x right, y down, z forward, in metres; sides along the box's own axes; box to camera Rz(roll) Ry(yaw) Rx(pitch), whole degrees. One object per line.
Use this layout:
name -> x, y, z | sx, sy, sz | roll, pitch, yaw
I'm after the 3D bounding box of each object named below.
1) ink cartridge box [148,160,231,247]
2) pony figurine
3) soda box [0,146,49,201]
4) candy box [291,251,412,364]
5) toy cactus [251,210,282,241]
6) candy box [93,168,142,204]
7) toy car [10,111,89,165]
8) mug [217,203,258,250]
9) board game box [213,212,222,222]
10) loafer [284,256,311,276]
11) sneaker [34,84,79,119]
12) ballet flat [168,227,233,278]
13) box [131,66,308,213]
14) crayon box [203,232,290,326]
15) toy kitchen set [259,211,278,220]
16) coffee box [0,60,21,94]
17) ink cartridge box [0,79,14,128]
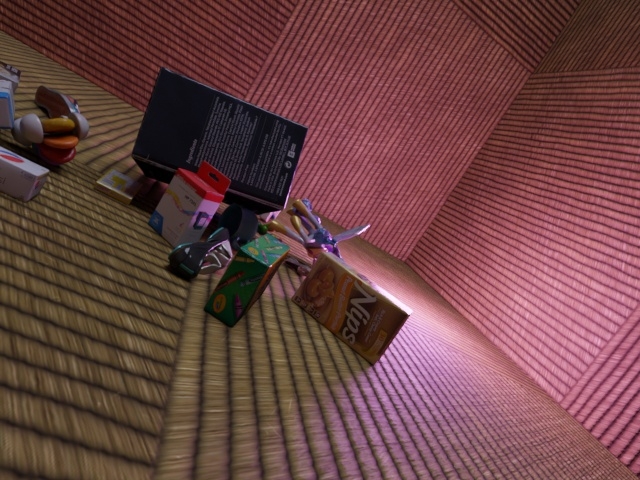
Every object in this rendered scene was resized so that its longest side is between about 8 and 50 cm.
ink cartridge box -> -0.365, -0.106, 1.177 | 0.134, 0.231, 0.078 | 36, 10, 24
pony figurine -> 0.000, 0.000, 1.694 | 0.363, 0.303, 0.351 | 47, 28, -2
soda box -> -0.708, -0.167, 0.889 | 0.216, 0.069, 0.074 | 29, 10, -21
candy box -> 0.091, 0.194, 1.262 | 0.316, 0.183, 0.087 | 36, 11, 20
toy cactus -> -0.265, -0.054, 1.673 | 0.180, 0.112, 0.219 | 28, 2, 44
candy box -> -0.621, -0.170, 1.303 | 0.105, 0.027, 0.206 | 31, 10, -22
toy car -> -0.734, -0.276, 1.159 | 0.182, 0.136, 0.159 | 4, 18, 40
mug -> -0.285, -0.040, 1.478 | 0.129, 0.158, 0.097 | 8, -11, 41
board game box -> -0.373, -0.076, 1.642 | 0.090, 0.020, 0.090 | 38, 10, 31
loafer -> -0.085, 0.106, 1.599 | 0.125, 0.045, 0.039 | 31, 24, 29
sneaker -> -0.987, -0.514, 1.634 | 0.302, 0.108, 0.121 | 36, 14, 31
ballet flat -> -0.297, 0.041, 1.120 | 0.096, 0.095, 0.280 | 42, 20, 1
box -> -0.355, -0.302, 1.476 | 0.472, 0.297, 0.480 | 17, -4, -18
crayon box -> -0.169, 0.084, 1.042 | 0.081, 0.165, 0.278 | 32, 10, 1
toy kitchen set -> -0.307, -0.171, 2.162 | 0.166, 0.122, 0.207 | 32, -11, 3
coffee box -> -1.118, -0.551, 1.430 | 0.141, 0.098, 0.246 | 24, 12, -40
ink cartridge box -> -0.881, -0.355, 1.082 | 0.148, 0.086, 0.203 | -7, 31, -30
